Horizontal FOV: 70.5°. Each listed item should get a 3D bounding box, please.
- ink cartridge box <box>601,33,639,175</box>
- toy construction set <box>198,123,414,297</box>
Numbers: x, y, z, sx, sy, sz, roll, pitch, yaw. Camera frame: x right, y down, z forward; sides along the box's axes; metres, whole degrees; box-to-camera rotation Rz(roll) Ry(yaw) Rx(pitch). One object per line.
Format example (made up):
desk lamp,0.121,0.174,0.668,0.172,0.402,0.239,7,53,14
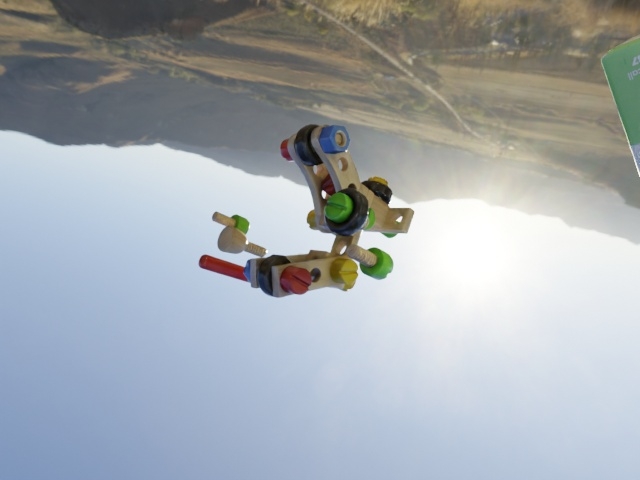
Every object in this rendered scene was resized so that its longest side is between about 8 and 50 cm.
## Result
ink cartridge box,0.357,-0.003,0.279,0.119,0.353,0.207,-30,-169,-29
toy construction set,0.000,0.000,0.703,0.309,0.257,0.237,-26,146,34
